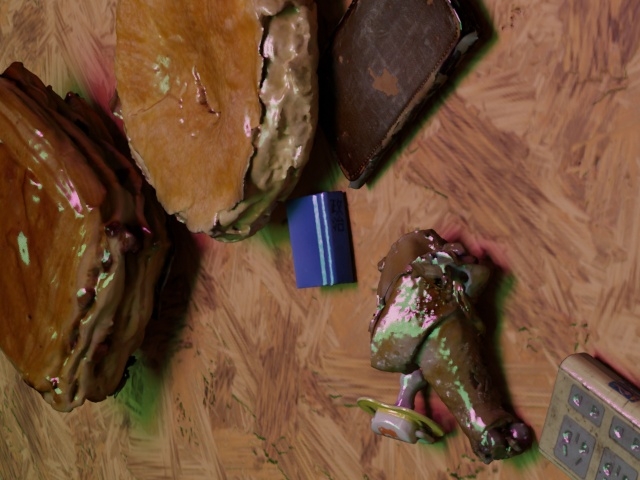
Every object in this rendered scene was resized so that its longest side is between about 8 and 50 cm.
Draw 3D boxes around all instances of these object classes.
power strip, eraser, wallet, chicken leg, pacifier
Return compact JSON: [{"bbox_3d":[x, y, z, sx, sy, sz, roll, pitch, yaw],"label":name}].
[{"bbox_3d":[0.255,0.180,1.304,0.268,0.034,0.092,39,127,44],"label":"power strip"},{"bbox_3d":[0.000,0.000,1.640,0.063,0.027,0.084,-8,89,54],"label":"eraser"},{"bbox_3d":[0.057,-0.153,1.526,0.122,0.031,0.232,64,145,22],"label":"wallet"},{"bbox_3d":[0.099,0.088,1.476,0.125,0.080,0.196,-12,87,43],"label":"chicken leg"},{"bbox_3d":[0.075,0.141,1.551,0.083,0.068,0.064,12,72,36],"label":"pacifier"}]

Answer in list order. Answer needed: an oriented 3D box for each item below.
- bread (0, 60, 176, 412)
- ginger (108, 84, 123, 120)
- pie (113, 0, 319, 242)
[{"bbox_3d":[-0.277,-0.019,1.912,0.324,0.167,0.277,43,130,31],"label":"bread"},{"bbox_3d":[-0.191,-0.166,1.870,0.057,0.044,0.137,-124,42,-56],"label":"ginger"},{"bbox_3d":[-0.102,-0.161,1.687,0.339,0.083,0.339,8,99,60],"label":"pie"}]
